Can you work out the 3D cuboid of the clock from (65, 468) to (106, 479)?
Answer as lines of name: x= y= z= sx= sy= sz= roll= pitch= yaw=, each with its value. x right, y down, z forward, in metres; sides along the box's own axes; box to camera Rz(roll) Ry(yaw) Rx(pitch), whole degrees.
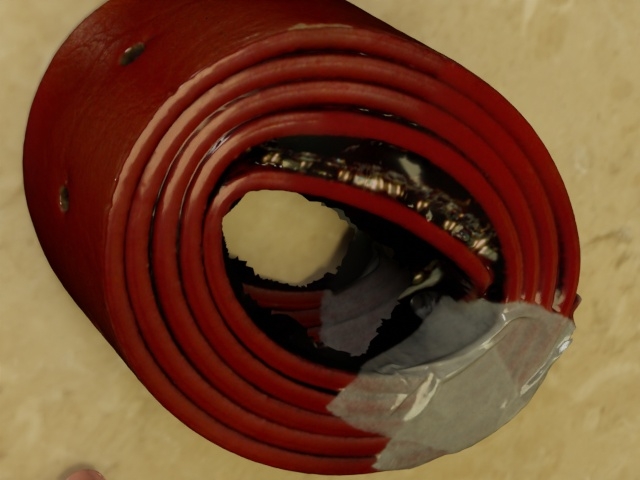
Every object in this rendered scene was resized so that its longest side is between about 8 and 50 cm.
clock: x=-0.166 y=0.221 z=0.867 sx=0.162 sy=0.093 sz=0.166 roll=-20 pitch=125 yaw=-21

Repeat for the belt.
belt: x=0.000 y=0.000 z=0.846 sx=0.324 sy=0.115 sz=0.227 roll=34 pitch=95 yaw=-39
